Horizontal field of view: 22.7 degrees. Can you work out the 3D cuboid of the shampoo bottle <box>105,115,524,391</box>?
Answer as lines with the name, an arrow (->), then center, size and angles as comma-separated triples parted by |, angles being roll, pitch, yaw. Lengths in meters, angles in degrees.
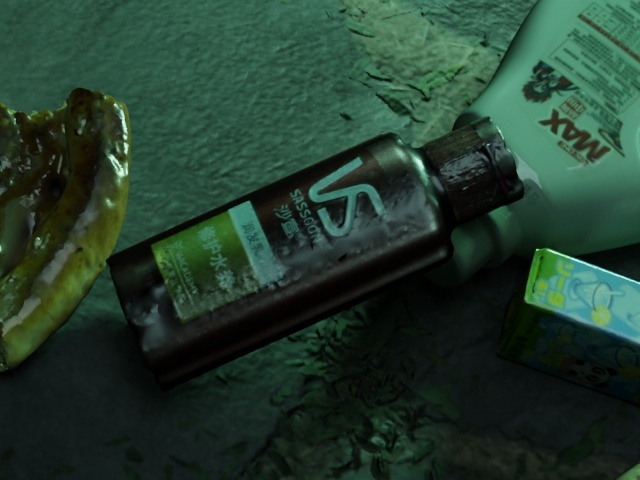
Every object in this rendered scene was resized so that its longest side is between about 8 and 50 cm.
shampoo bottle -> 0.000, 0.000, 1.255 | 0.323, 0.084, 0.129 | -23, 58, -1

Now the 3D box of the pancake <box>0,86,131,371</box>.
pancake -> -0.274, -0.043, 1.303 | 0.244, 0.057, 0.266 | 28, 59, 7

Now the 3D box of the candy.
candy -> 0.250, 0.081, 1.305 | 0.194, 0.097, 0.062 | 20, 57, 2

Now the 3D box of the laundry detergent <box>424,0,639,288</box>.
laundry detergent -> 0.239, -0.090, 1.392 | 0.264, 0.124, 0.398 | 42, 62, 13

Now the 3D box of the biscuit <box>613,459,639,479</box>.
biscuit -> 0.303, 0.237, 1.233 | 0.281, 0.084, 0.179 | -35, 64, -28
